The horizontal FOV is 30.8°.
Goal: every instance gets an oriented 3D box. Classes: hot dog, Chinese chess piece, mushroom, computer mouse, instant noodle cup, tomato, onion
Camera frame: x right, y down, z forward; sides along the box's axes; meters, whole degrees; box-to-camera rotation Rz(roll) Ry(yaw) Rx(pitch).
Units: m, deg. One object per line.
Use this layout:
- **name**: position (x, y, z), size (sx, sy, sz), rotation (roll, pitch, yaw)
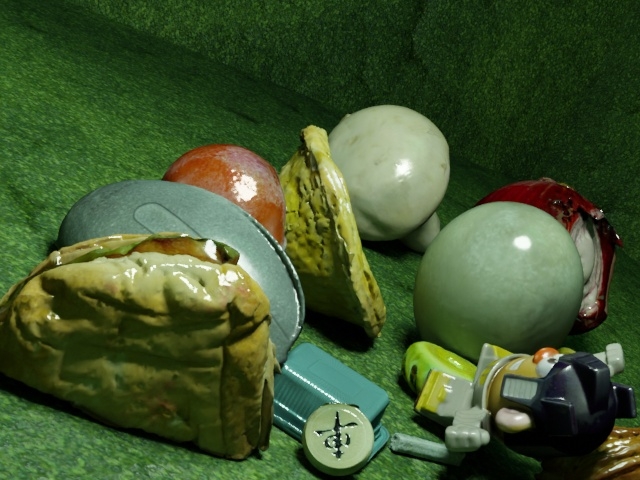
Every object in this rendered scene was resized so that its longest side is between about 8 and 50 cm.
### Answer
- **hot dog**: position (0.434, 0.334, 1.594), size (0.272, 0.122, 0.196), rotation (19, -26, -19)
- **Chinese chess piece**: position (0.020, 0.226, 1.327), size (0.084, 0.084, 0.034), rotation (31, -25, 10)
- **mushroom**: position (0.155, -0.108, 2.411), size (0.314, 0.314, 0.336), rotation (43, -1, 44)
- **computer mouse**: position (-0.181, 0.027, 1.436), size (0.374, 0.114, 0.203), rotation (31, 51, 27)
- **instant noodle cup**: position (0.005, 0.196, 1.430), size (0.179, 0.070, 0.157), rotation (33, 17, 11)
- **tomato**: position (-0.148, -0.030, 1.637), size (0.188, 0.232, 0.232), rotation (-3, 24, -15)
- **onion**: position (0.418, 0.030, 2.287), size (0.341, 0.341, 0.341), rotation (27, 15, -7)

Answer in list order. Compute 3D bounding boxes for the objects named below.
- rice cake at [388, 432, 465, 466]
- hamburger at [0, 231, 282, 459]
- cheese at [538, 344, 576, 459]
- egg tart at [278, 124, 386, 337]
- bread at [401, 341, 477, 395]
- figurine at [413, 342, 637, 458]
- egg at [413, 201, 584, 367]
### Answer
- **rice cake**: position (0.140, 0.271, 1.506), size (0.121, 0.022, 0.021), rotation (19, 14, -33)
- **hamburger**: position (-0.162, 0.084, 1.227), size (0.329, 0.209, 0.162), rotation (25, 15, -20)
- **cheese**: position (0.383, 0.259, 1.809), size (0.270, 0.069, 0.177), rotation (-16, 89, -55)
- **egg tart**: position (0.000, 0.000, 1.793), size (0.345, 0.132, 0.345), rotation (160, -90, -88)
- **bread**: position (0.182, 0.207, 1.709), size (0.139, 0.071, 0.130), rotation (19, 14, -28)
- **figurine**: position (0.280, 0.210, 1.531), size (0.143, 0.308, 0.308), rotation (58, 6, -18)
- **egg**: position (0.274, 0.083, 1.814), size (0.258, 0.352, 0.259), rotation (4, 55, -5)
